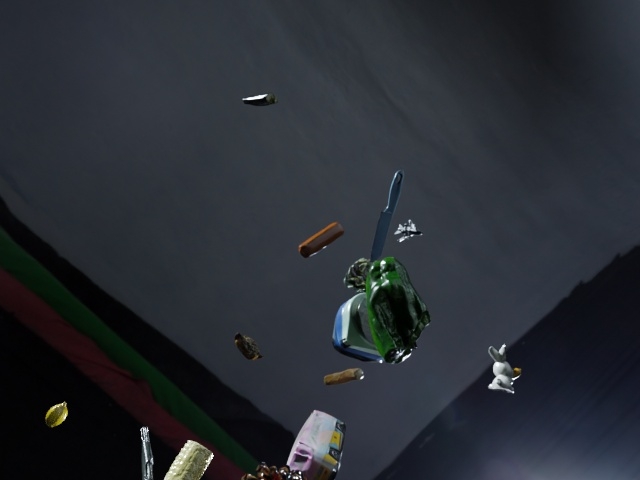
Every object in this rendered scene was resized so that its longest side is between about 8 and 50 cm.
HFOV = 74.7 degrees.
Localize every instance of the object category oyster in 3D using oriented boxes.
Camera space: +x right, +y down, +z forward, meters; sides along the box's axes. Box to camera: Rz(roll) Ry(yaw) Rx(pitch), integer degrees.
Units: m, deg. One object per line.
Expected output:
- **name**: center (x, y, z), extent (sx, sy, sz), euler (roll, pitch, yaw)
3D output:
- **oyster**: center (0.249, 0.184, 1.898), extent (0.268, 0.198, 0.112), euler (23, 145, 5)

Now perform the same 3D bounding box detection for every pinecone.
- **pinecone**: center (-0.103, 0.660, 1.025), extent (0.221, 0.221, 0.221), euler (46, 177, 3)

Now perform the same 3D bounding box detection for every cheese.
- **cheese**: center (-0.496, 0.857, 1.578), extent (0.123, 0.167, 0.094), euler (14, 136, 20)

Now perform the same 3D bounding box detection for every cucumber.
- **cucumber**: center (-0.169, -0.393, 1.177), extent (0.135, 0.033, 0.034), euler (13, 136, 48)

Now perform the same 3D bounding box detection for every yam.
- **yam**: center (0.100, 0.611, 1.872), extent (0.057, 0.057, 0.241), euler (47, 136, -13)

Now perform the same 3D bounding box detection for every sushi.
- **sushi**: center (-0.259, 0.386, 1.516), extent (0.120, 0.055, 0.052), euler (47, -175, 19)

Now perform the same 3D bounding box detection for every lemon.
- **lemon**: center (-0.964, 0.636, 1.534), extent (0.065, 0.092, 0.065), euler (23, 158, 10)

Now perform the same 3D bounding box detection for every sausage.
- **sausage**: center (0.000, 0.000, 1.045), extent (0.041, 0.131, 0.039), euler (7, 126, 61)

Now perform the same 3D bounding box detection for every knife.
- **knife**: center (0.212, -0.078, 1.339), extent (0.044, 0.313, 0.019), euler (16, 178, -8)

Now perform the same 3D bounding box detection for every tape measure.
- **tape measure**: center (0.198, 0.354, 1.734), extent (0.259, 0.262, 0.138), euler (21, 148, -25)

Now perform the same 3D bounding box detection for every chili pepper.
- **chili pepper**: center (0.252, 0.232, 1.492), extent (0.167, 0.213, 0.385), euler (29, -142, -34)

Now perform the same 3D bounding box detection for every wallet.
- **wallet**: center (-0.677, 0.888, 1.635), extent (0.045, 0.172, 0.318), euler (0, -162, -24)

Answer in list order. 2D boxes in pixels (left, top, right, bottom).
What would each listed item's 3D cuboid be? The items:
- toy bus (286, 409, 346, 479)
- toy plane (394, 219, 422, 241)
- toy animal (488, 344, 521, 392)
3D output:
- **toy bus**: center (-0.019, 0.757, 1.495), extent (0.162, 0.171, 0.386), euler (24, 180, 8)
- **toy plane**: center (0.253, -0.027, 1.196), extent (0.083, 0.078, 0.031), euler (7, 148, 46)
- **toy animal**: center (0.801, 0.557, 1.821), extent (0.131, 0.181, 0.127), euler (-2, 146, 26)
